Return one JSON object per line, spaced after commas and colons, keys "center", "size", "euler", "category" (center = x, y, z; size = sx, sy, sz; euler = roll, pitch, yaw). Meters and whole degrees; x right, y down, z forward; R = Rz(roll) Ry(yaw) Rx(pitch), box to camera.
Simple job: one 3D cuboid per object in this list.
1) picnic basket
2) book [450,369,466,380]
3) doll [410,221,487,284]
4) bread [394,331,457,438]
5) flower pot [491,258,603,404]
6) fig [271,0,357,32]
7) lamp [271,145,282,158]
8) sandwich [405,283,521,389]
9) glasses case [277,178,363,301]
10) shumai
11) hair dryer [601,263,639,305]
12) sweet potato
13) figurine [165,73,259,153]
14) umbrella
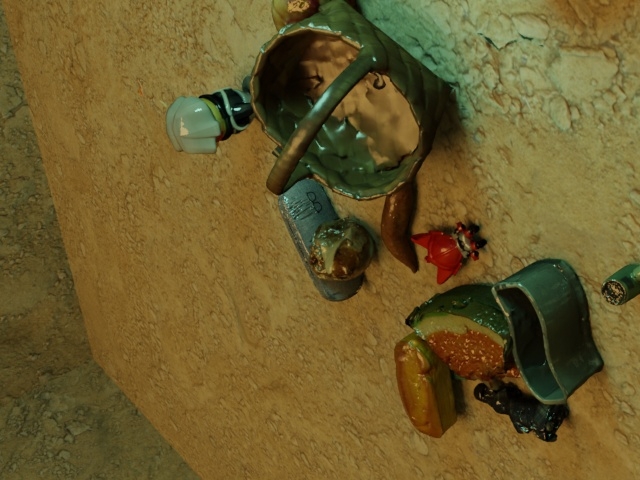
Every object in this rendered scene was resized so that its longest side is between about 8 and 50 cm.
{"center": [0.014, -0.197, 1.659], "size": [0.337, 0.337, 0.293], "euler": [52, 133, 18], "category": "picnic basket"}
{"center": [0.252, 0.239, 2.069], "size": [0.135, 0.017, 0.103], "euler": [-8, 107, 63], "category": "book"}
{"center": [0.238, 0.017, 1.856], "size": [0.109, 0.057, 0.169], "euler": [59, 153, 0], "category": "doll"}
{"center": [0.218, 0.296, 2.063], "size": [0.102, 0.094, 0.245], "euler": [23, 134, 47], "category": "bread"}
{"center": [0.384, 0.150, 1.679], "size": [0.103, 0.108, 0.229], "euler": [2, 117, 59], "category": "flower pot"}
{"center": [-0.037, -0.444, 1.823], "size": [0.230, 0.143, 0.160], "euler": [49, 150, 23], "category": "fig"}
{"center": [-0.068, -0.203, 2.208], "size": [0.054, 0.041, 0.121], "euler": [49, 153, 8], "category": "lamp"}
{"center": [0.300, 0.175, 1.850], "size": [0.212, 0.109, 0.292], "euler": [53, 157, -1], "category": "sandwich"}
{"center": [0.000, 0.000, 2.187], "size": [0.282, 0.109, 0.067], "euler": [64, 154, -2], "category": "glasses case"}
{"center": [0.043, 0.021, 2.086], "size": [0.145, 0.146, 0.116], "euler": [62, -175, 1], "category": "shumai"}
{"center": [0.483, 0.041, 1.476], "size": [0.047, 0.071, 0.150], "euler": [55, 136, 10], "category": "hair dryer"}
{"center": [0.148, -0.051, 1.950], "size": [0.059, 0.067, 0.281], "euler": [-92, -4, -48], "category": "sweet potato"}
{"center": [-0.227, -0.273, 2.192], "size": [0.176, 0.236, 0.132], "euler": [10, 123, 55], "category": "figurine"}
{"center": [0.372, 0.318, 1.896], "size": [0.071, 0.080, 0.224], "euler": [37, 169, -30], "category": "umbrella"}
